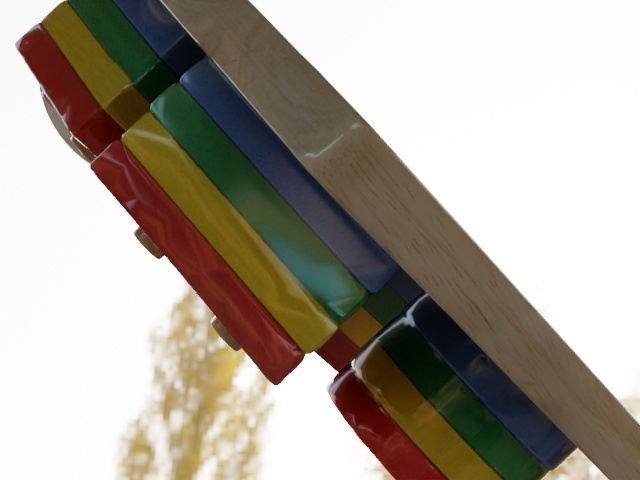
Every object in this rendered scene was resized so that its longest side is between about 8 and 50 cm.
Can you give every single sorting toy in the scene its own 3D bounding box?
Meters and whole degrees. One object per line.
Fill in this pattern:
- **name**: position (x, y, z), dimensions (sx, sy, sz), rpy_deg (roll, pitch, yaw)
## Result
- **sorting toy**: position (0.000, 0.000, 0.658), dimensions (0.089, 0.255, 0.257), rpy_deg (-43, -50, 3)

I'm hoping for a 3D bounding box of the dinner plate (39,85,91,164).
- **dinner plate**: position (-0.118, -0.107, 1.083), dimensions (0.141, 0.141, 0.017), rpy_deg (13, -21, -20)
